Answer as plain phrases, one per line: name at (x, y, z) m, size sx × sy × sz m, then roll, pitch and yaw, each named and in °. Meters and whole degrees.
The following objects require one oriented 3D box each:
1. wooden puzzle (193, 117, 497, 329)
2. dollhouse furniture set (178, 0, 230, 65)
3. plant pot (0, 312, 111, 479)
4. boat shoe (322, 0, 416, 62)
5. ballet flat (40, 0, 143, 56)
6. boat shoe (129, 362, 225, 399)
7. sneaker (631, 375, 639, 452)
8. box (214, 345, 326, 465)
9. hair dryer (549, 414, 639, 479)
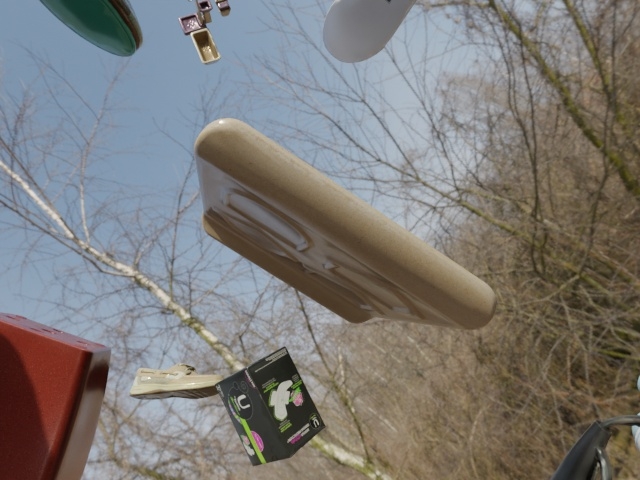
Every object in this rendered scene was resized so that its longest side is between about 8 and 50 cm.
wooden puzzle at (0.000, 0.000, 0.543) m, size 0.080 × 0.322 × 0.348 m, roll -60°, pitch 8°, yaw -18°
dollhouse furniture set at (-0.179, -0.358, 0.696) m, size 0.091 × 0.114 × 0.081 m, roll -21°, pitch -13°, yaw -10°
plant pot at (-0.474, 0.248, 0.654) m, size 0.267 × 0.267 × 0.235 m, roll 142°, pitch 150°, yaw -69°
boat shoe at (0.109, -0.403, 0.667) m, size 0.102 × 0.108 × 0.301 m, roll -59°, pitch 12°, yaw -30°
ballet flat at (-0.232, -0.246, 0.357) m, size 0.221 × 0.077 × 0.079 m, roll 20°, pitch -111°, yaw -68°
boat shoe at (-0.417, 0.408, 1.259) m, size 0.109 × 0.302 × 0.098 m, roll 61°, pitch -156°, yaw -54°
sneaker at (0.616, 0.294, 0.752) m, size 0.319 × 0.208 × 0.127 m, roll 14°, pitch -67°, yaw -19°
box at (-0.047, 0.154, 0.397) m, size 0.062 × 0.083 × 0.052 m, roll -37°, pitch -13°, yaw 38°
hair dryer at (0.125, 0.239, 0.255) m, size 0.293 × 0.080 × 0.223 m, roll -42°, pitch 22°, yaw 51°
